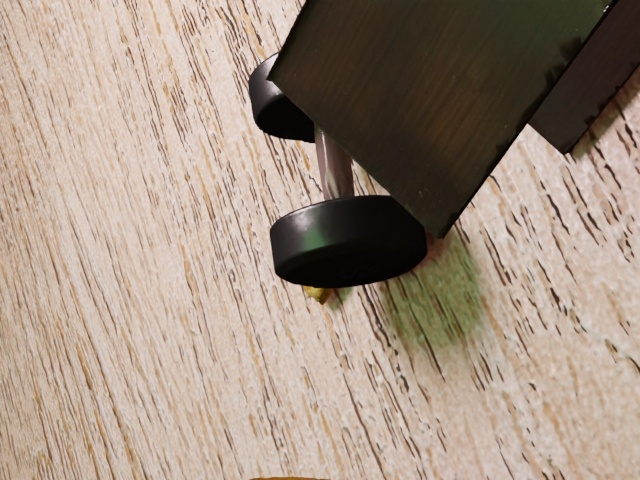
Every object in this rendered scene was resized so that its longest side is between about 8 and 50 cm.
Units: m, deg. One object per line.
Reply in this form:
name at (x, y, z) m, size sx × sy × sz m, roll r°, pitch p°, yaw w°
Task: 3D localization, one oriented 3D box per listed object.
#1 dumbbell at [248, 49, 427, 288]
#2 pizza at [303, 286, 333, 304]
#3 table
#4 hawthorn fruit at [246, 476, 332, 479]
dumbbell at (0.017, -0.073, 1.052) m, size 0.152 × 0.152 × 0.218 m, roll -27°, pitch 66°, yaw 49°
pizza at (0.000, 0.000, 1.175) m, size 0.108 × 0.026 × 0.123 m, roll 44°, pitch 124°, yaw 49°
table at (0.149, -0.186, 0.759) m, size 0.196 × 0.250 × 0.282 m, roll 43°, pitch 127°, yaw 13°
hawthorn fruit at (0.001, 0.399, 0.797) m, size 0.472 × 0.471 × 0.472 m, roll -6°, pitch 82°, yaw 53°
